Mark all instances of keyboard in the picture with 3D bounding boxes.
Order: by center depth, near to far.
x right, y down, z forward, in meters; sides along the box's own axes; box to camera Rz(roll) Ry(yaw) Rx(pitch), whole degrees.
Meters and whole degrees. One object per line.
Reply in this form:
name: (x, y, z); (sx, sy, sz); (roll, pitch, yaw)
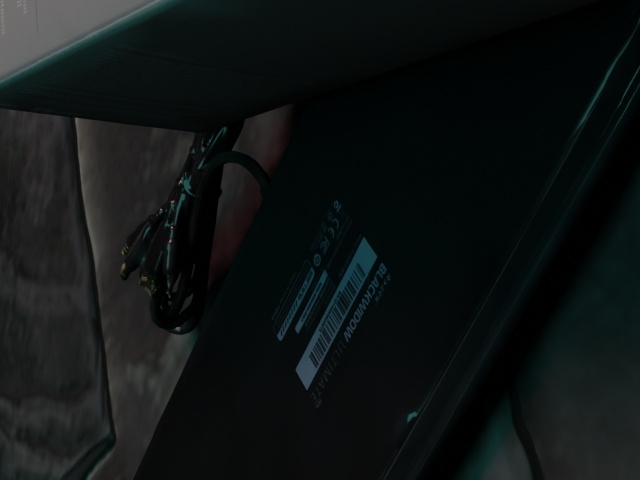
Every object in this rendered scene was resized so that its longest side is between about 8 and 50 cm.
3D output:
keyboard: (0.000, 0.000, 0.535); (0.317, 0.033, 0.201); (-63, 40, 29)

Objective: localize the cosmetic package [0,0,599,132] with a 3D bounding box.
cosmetic package: (-0.018, -0.112, 0.461); (0.238, 0.107, 0.127); (-7, 80, 53)
